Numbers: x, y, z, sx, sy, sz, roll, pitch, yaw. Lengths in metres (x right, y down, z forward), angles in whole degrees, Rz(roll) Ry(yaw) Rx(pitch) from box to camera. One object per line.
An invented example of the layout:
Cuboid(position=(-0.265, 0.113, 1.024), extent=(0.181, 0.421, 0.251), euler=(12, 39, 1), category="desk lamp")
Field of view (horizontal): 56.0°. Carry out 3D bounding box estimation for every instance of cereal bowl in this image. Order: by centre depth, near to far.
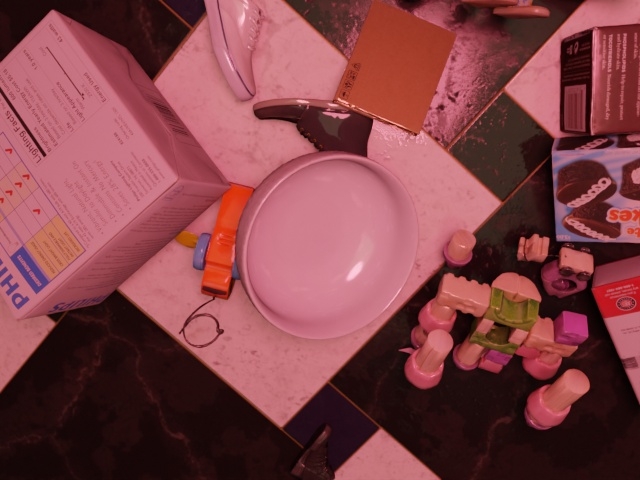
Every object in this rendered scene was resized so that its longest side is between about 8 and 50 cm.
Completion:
Cuboid(position=(0.000, 0.000, 1.082), extent=(0.339, 0.141, 0.339), euler=(-8, 110, -24), category="cereal bowl")

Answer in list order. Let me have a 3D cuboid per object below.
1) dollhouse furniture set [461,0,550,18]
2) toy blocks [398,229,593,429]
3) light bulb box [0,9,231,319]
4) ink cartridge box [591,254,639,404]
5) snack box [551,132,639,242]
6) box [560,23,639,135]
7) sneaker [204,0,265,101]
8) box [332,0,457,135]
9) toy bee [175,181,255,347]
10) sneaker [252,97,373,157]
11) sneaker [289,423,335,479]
Cuboid(position=(0.370, -0.452, 0.919), extent=(0.242, 0.161, 0.212), euler=(2, 105, -33), category="dollhouse furniture set")
Cuboid(position=(0.314, 0.171, 1.110), extent=(0.288, 0.309, 0.260), euler=(16, 144, 5), category="toy blocks")
Cuboid(position=(-0.422, -0.118, 1.045), extent=(0.361, 0.225, 0.358), euler=(-39, 82, 11), category="light bulb box")
Cuboid(position=(0.635, 0.159, 1.073), extent=(0.197, 0.114, 0.273), euler=(-20, 100, 33), category="ink cartridge box")
Cuboid(position=(0.561, -0.085, 1.001), extent=(0.322, 0.060, 0.187), euler=(1, 126, 27), category="snack box")
Cuboid(position=(0.523, -0.266, 0.997), extent=(0.203, 0.168, 0.167), euler=(-3, 101, 5), category="box")
Cuboid(position=(-0.145, -0.382, 1.068), extent=(0.091, 0.094, 0.258), euler=(-12, 100, 12), category="sneaker")
Cuboid(position=(0.133, -0.305, 1.064), extent=(0.164, 0.021, 0.201), euler=(22, 82, -3), category="box")
Cuboid(position=(-0.197, 0.043, 1.149), extent=(0.195, 0.162, 0.298), euler=(35, 77, 3), category="toy bee")
Cuboid(position=(-0.016, -0.197, 1.101), extent=(0.222, 0.083, 0.118), euler=(4, 101, 3), category="sneaker")
Cuboid(position=(0.000, 0.465, 1.256), extent=(0.089, 0.051, 0.170), euler=(34, 107, -3), category="sneaker")
